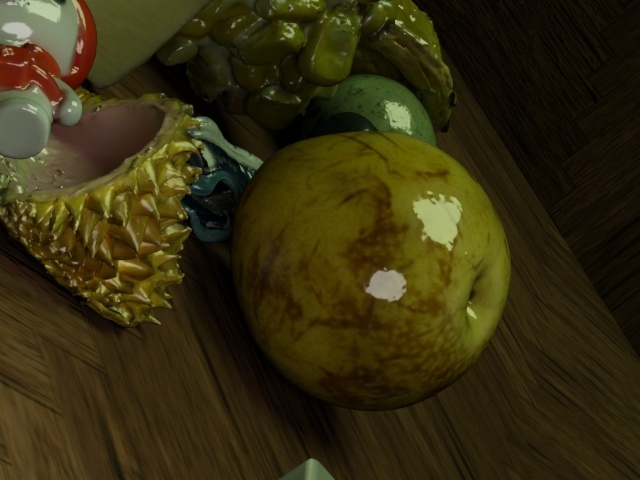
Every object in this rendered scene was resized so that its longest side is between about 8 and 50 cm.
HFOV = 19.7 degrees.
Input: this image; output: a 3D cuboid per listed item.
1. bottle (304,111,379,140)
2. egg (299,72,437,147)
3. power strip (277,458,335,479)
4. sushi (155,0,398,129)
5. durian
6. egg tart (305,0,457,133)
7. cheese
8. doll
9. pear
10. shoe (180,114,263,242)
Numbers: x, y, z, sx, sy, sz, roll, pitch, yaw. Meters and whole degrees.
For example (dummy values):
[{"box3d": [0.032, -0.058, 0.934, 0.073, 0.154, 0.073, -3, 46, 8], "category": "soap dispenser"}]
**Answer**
[{"box3d": [0.098, -0.022, 2.269, 0.336, 0.144, 0.144, 49, 12, -37], "category": "bottle"}, {"box3d": [0.069, -0.107, 2.400, 0.228, 0.177, 0.177, 65, 11, -9], "category": "egg"}, {"box3d": [-0.003, 0.263, 1.400, 0.098, 0.058, 0.338, 49, 13, -12], "category": "power strip"}, {"box3d": [-0.079, -0.326, 2.174, 0.328, 0.328, 0.285, 45, 25, -33], "category": "sushi"}, {"box3d": [-0.173, -0.023, 1.526, 0.305, 0.186, 0.195, -117, -171, -69], "category": "durian"}, {"box3d": [0.049, -0.269, 2.507, 0.345, 0.132, 0.345, 27, -19, 10], "category": "egg tart"}, {"box3d": [-0.189, -0.317, 1.915, 0.124, 0.242, 0.265, 44, 14, -29], "category": "cheese"}, {"box3d": [-0.261, -0.168, 1.491, 0.161, 0.129, 0.290, 5, 37, -12], "category": "doll"}, {"box3d": [0.045, 0.026, 1.764, 0.280, 0.281, 0.280, 48, 13, -15], "category": "pear"}, {"box3d": [-0.109, -0.045, 1.846, 0.207, 0.092, 0.106, 38, 40, -59], "category": "shoe"}]
